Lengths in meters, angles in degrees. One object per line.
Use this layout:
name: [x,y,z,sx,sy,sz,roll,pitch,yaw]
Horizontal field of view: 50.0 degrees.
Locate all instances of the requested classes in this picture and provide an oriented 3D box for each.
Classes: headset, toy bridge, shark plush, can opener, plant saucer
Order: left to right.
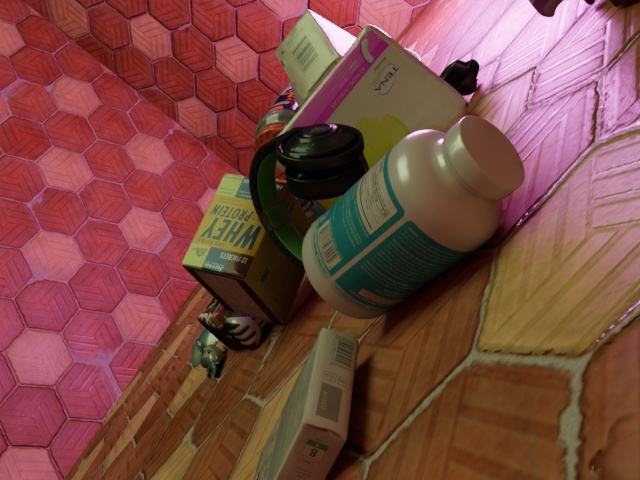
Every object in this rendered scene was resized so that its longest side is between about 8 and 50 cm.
plant saucer: [-0.306,0.258,1.892,0.195,0.037,0.195,-50,10,12]
shark plush: [-0.243,0.284,1.574,0.161,0.073,0.067,24,95,59]
toy bridge: [-0.171,0.105,1.413,0.063,0.026,0.188,-18,28,54]
headset: [0.051,-0.077,1.040,0.185,0.244,0.394,-35,15,-35]
can opener: [0.237,-0.274,1.301,0.186,0.073,0.059,-53,13,52]

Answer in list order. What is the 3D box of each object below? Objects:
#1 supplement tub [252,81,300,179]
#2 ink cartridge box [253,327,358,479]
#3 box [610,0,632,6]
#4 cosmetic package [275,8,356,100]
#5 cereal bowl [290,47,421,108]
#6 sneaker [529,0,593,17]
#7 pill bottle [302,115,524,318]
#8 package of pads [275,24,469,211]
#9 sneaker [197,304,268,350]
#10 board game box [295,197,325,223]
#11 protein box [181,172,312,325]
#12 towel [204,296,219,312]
supplement tub: [-0.062,-0.311,1.893,0.193,0.193,0.316,-44,14,38]
ink cartridge box: [-0.026,0.236,0.781,0.181,0.056,0.225,-75,7,-65]
box: [0.394,-0.418,0.794,0.203,0.168,0.167,-52,11,2]
cosmetic package: [0.075,-0.316,1.369,0.113,0.309,0.160,-47,53,27]
cereal bowl: [0.095,-0.378,1.753,0.339,0.338,0.141,-66,-26,-53]
sneaker: [0.392,-0.397,0.973,0.236,0.105,0.095,-24,19,19]
pill bottle: [0.103,-0.026,0.784,0.264,0.146,0.146,-41,15,42]
package of pads: [0.083,-0.182,1.176,0.297,0.229,0.101,-50,-10,11]
sneaker: [-0.156,0.149,1.489,0.162,0.106,0.281,-50,20,-21]
board game box: [0.008,-0.179,1.901,0.254,0.079,0.336,-40,15,48]
protein box: [-0.123,0.018,1.283,0.200,0.135,0.201,-68,-26,-22]
towel: [-0.207,0.067,1.995,0.312,0.056,0.324,-42,9,42]
